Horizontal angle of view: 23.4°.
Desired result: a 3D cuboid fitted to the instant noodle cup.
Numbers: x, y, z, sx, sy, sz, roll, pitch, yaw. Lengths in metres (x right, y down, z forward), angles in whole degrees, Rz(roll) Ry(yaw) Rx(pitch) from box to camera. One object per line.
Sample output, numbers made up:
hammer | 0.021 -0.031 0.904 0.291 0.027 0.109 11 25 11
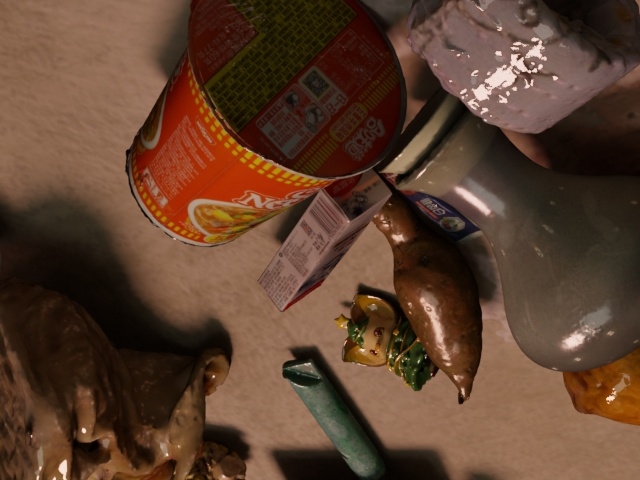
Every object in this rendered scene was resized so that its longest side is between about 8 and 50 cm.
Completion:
instant noodle cup | -0.064 -0.094 1.264 0.193 0.193 0.212 32 145 -14

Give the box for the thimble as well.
thimble | 0.149 -0.157 1.133 0.151 0.127 0.118 39 135 -14

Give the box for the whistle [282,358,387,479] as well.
whistle | 0.016 0.191 1.637 0.039 0.039 0.186 -9 132 29

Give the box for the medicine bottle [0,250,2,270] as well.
medicine bottle | -0.462 -0.023 1.490 0.170 0.170 0.293 -20 126 37

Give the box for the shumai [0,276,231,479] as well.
shumai | -0.239 0.154 1.620 0.314 0.262 0.267 28 119 54

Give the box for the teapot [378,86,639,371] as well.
teapot | 0.173 -0.017 1.258 0.251 0.183 0.183 38 137 -6

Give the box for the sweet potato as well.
sweet potato | 0.097 0.027 1.404 0.075 0.075 0.269 -14 115 33

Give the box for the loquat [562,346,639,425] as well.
loquat | 0.279 0.113 1.402 0.137 0.113 0.137 -2 156 -1

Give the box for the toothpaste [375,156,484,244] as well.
toothpaste | 0.092 -0.041 1.367 0.140 0.021 0.037 39 137 -25

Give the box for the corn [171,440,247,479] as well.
corn | -0.190 0.318 1.820 0.097 0.097 0.320 34 140 -16

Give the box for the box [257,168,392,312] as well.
box | 0.000 0.000 1.382 0.039 0.055 0.218 51 153 8

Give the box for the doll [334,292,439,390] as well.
doll | 0.075 0.093 1.507 0.113 0.076 0.078 29 120 35
